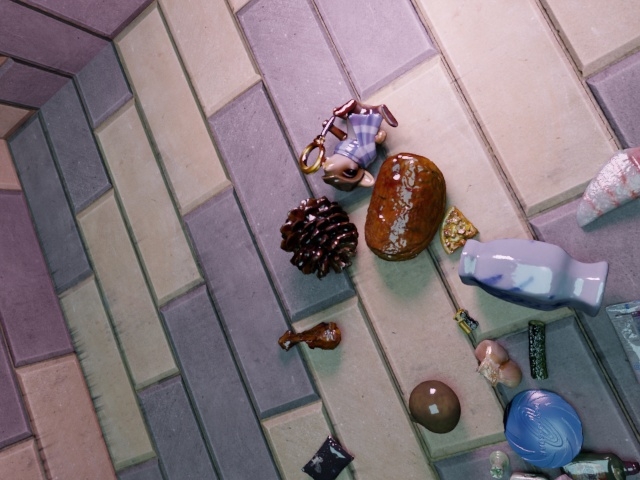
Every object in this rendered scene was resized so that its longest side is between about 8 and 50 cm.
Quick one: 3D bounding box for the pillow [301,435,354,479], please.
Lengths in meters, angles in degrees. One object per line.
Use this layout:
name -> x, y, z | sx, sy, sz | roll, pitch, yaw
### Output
pillow -> 0.027, 0.900, 1.890 | 0.141, 0.055, 0.208 | 35, 107, 12

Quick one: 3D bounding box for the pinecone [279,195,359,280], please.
pinecone -> 0.000, 0.002, 1.765 | 0.296, 0.242, 0.298 | 42, 102, 21

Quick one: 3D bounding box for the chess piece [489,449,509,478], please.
chess piece -> 0.599, 0.759, 1.579 | 0.067, 0.103, 0.067 | 1, 92, 26

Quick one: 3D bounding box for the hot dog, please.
hot dog -> 0.293, -0.113, 1.664 | 0.267, 0.174, 0.387 | 19, 101, 28

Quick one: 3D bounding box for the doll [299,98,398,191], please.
doll -> 0.102, -0.351, 1.719 | 0.318, 0.209, 0.339 | 24, 104, 31

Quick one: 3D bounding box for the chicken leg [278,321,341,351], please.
chicken leg -> -0.044, 0.391, 1.895 | 0.305, 0.093, 0.113 | -12, 69, 34

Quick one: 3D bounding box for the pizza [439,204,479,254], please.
pizza -> 0.482, -0.039, 1.640 | 0.134, 0.046, 0.174 | -6, 89, 26

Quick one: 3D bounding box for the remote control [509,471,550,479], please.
remote control -> 0.713, 0.942, 1.552 | 0.128, 0.066, 0.334 | -7, 89, 24

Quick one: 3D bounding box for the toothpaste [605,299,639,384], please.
toothpaste -> 0.969, 0.333, 1.412 | 0.114, 0.073, 0.299 | -18, 77, 26

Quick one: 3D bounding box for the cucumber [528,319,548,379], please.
cucumber -> 0.710, 0.358, 1.538 | 0.058, 0.058, 0.186 | -3, 90, 26

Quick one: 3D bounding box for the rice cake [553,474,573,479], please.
rice cake -> 0.858, 0.851, 1.437 | 0.365, 0.056, 0.072 | 40, 118, 1

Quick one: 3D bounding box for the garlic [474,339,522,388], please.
garlic -> 0.596, 0.425, 1.583 | 0.124, 0.099, 0.174 | -46, 77, 0

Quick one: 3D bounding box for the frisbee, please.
frisbee -> 0.714, 0.608, 1.517 | 0.242, 0.045, 0.241 | -11, 69, 32

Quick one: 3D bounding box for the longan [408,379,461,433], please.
longan -> 0.393, 0.589, 1.644 | 0.204, 0.159, 0.184 | -44, 73, 34

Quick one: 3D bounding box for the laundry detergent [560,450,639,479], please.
laundry detergent -> 0.876, 0.730, 1.463 | 0.222, 0.078, 0.144 | -14, 87, 23

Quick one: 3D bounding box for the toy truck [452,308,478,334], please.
toy truck -> 0.505, 0.281, 1.639 | 0.054, 0.049, 0.083 | -46, 74, 21

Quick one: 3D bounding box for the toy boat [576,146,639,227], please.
toy boat -> 0.901, -0.152, 1.427 | 0.282, 0.096, 0.206 | -38, 69, 35

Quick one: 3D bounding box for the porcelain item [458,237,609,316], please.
porcelain item -> 0.653, 0.107, 1.463 | 0.406, 0.242, 0.178 | 14, 76, 29
